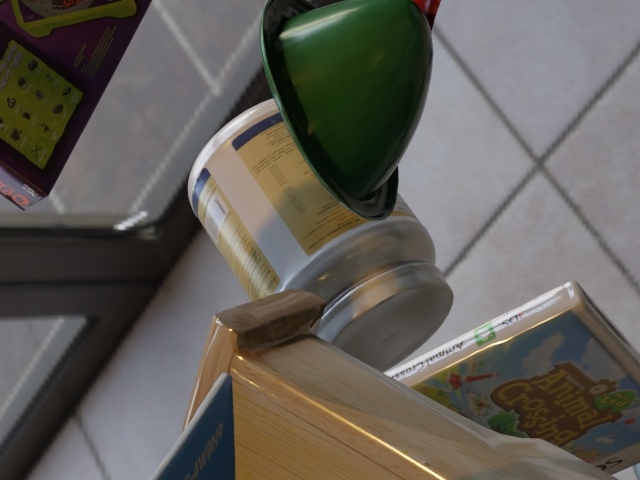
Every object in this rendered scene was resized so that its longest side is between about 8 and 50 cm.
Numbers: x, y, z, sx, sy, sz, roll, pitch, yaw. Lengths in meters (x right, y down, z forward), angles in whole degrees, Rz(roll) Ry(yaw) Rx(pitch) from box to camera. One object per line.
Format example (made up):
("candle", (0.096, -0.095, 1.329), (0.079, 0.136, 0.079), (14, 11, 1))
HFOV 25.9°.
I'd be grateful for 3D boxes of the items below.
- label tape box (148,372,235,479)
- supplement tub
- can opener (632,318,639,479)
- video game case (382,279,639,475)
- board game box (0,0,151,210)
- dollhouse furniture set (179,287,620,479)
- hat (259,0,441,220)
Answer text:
("label tape box", (-0.120, 0.233, 0.397), (0.115, 0.249, 0.348), (10, 117, 14))
("supplement tub", (0.000, 0.000, 1.722), (0.228, 0.228, 0.316), (-51, 58, 30))
("can opener", (0.377, 0.154, 1.492), (0.280, 0.093, 0.074), (-82, 9, -50))
("video game case", (0.119, 0.119, 0.888), (0.193, 0.212, 0.023), (-28, 50, 18))
("board game box", (-0.260, -0.218, 1.209), (0.056, 0.208, 0.347), (-21, 37, 43))
("dollhouse furniture set", (0.138, 0.129, 0.694), (0.256, 0.394, 0.362), (27, 113, 26))
("hat", (0.075, -0.141, 0.985), (0.183, 0.173, 0.208), (-24, 102, 24))
